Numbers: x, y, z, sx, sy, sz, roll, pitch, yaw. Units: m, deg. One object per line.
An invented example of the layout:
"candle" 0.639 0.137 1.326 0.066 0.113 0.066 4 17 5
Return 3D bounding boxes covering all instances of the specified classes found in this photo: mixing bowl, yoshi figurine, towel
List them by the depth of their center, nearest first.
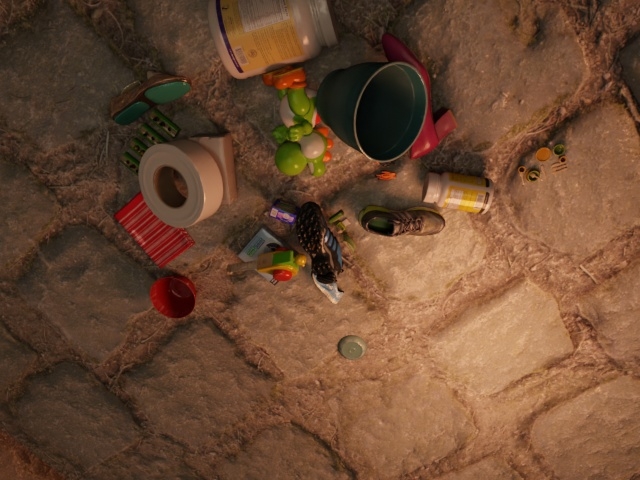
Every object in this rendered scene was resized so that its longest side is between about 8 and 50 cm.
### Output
"yoshi figurine" -0.096 -0.354 1.425 0.202 0.204 0.362 0 126 29
"towel" -0.636 -0.042 1.697 0.198 0.031 0.275 -32 105 18
"mixing bowl" -0.562 0.203 1.750 0.181 0.098 0.182 2 113 5

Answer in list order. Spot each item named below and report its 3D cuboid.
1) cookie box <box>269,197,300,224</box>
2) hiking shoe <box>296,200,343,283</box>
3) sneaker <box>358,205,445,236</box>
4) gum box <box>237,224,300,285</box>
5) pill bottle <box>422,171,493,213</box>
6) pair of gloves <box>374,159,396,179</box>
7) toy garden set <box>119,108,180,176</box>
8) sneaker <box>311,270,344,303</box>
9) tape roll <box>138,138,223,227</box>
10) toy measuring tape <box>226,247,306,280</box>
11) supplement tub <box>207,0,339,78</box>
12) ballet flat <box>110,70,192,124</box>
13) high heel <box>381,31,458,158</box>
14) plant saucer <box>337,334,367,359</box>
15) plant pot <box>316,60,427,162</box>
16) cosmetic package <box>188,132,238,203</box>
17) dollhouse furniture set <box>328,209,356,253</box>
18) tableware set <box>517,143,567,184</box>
"cookie box" -0.125 -0.103 1.570 0.091 0.107 0.040 21 111 -3
"hiking shoe" 0.000 0.000 1.592 0.113 0.132 0.304 -6 108 28
"sneaker" 0.279 -0.052 1.536 0.299 0.121 0.111 0 112 7
"gum box" -0.192 0.057 1.678 0.184 0.041 0.157 40 110 -9
"pill bottle" 0.450 -0.162 1.474 0.208 0.119 0.119 10 113 3
"pair of gloves" 0.222 -0.247 1.524 0.074 0.010 0.083 0 109 8
"toy garden set" -0.573 -0.301 1.574 0.203 0.049 0.244 40 111 -9
"sneaker" 0.027 0.164 1.696 0.073 0.063 0.162 -42 107 2
"tape roll" -0.469 -0.189 1.488 0.286 0.100 0.287 11 115 23
"toy measuring tape" -0.187 0.098 1.628 0.329 0.121 0.122 -12 111 28
"supplement tub" -0.130 -0.626 1.288 0.331 0.241 0.241 -12 110 11
"ballet flat" -0.572 -0.494 1.472 0.315 0.107 0.106 -20 75 13
"high heel" 0.260 -0.436 1.375 0.181 0.127 0.377 -38 107 8
"plant saucer" 0.129 0.440 1.806 0.119 0.021 0.120 3 112 6
"plant pot" 0.130 -0.397 1.318 0.271 0.255 0.272 -18 123 -29
"cosmetic package" -0.369 -0.249 1.545 0.127 0.107 0.238 3 110 7
"dollhouse furniture set" 0.096 -0.034 1.590 0.058 0.076 0.152 -34 104 18
"tableware set" 0.726 -0.249 1.458 0.154 0.024 0.104 -19 108 14
